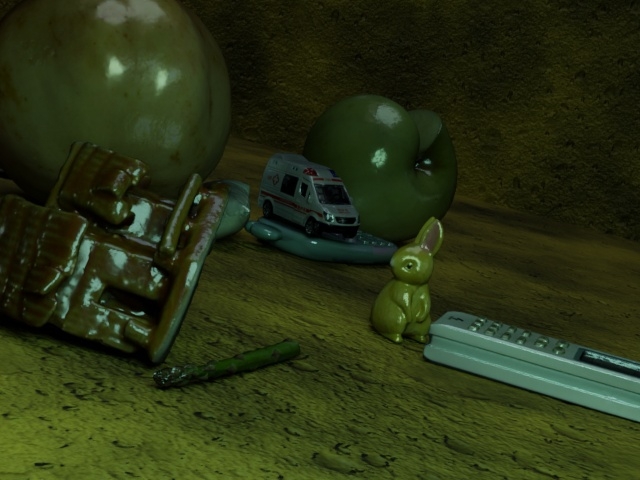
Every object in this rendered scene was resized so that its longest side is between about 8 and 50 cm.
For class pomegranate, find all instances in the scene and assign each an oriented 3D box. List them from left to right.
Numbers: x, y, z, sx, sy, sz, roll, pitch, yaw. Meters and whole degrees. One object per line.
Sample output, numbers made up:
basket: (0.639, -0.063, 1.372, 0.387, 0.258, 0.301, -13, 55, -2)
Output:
pomegranate: (-0.328, -0.201, 1.831, 0.412, 0.411, 0.411, 12, 9, -2)

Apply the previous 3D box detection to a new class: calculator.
calculator: (0.000, 0.000, 1.997, 0.299, 0.041, 0.185, 5, 11, -40)

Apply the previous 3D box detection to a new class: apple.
apple: (0.106, -0.134, 2.226, 0.254, 0.291, 0.292, -11, -9, 41)

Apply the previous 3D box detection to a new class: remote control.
remote control: (0.267, 0.145, 1.410, 0.277, 0.055, 0.103, 15, 10, 16)

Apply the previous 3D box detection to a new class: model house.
model house: (-0.225, 0.003, 1.217, 0.229, 0.199, 0.219, 16, -4, -5)

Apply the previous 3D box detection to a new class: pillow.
pillow: (-0.182, -0.046, 1.916, 0.144, 0.078, 0.254, -10, 11, -2)

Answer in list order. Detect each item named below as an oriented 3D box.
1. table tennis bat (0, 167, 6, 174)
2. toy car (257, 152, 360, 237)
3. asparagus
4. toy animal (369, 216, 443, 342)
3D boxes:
table tennis bat: (-0.567, -0.130, 2.101, 0.154, 0.021, 0.274, 20, 10, 39)
toy car: (-0.013, -0.072, 1.936, 0.089, 0.108, 0.210, 5, 12, -37)
asparagus: (-0.086, 0.121, 1.179, 0.025, 0.024, 0.248, -31, -12, 25)
toy animal: (0.109, 0.044, 1.490, 0.070, 0.159, 0.083, 3, 19, -40)
